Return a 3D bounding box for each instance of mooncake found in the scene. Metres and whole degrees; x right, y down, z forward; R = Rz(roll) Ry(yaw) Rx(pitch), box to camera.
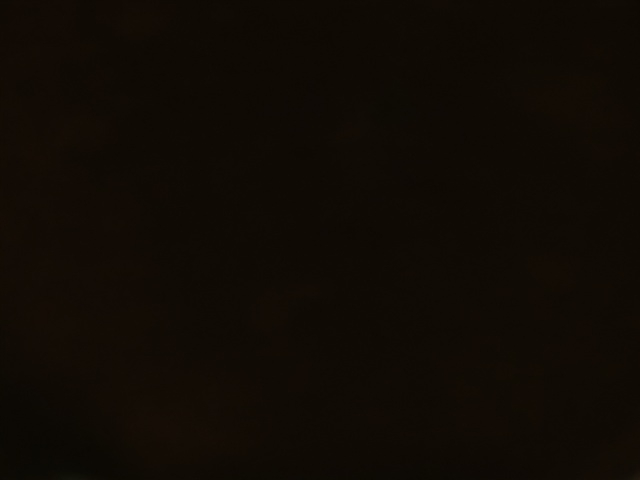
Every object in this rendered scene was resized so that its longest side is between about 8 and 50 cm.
[{"bbox_3d":[0.000,0.000,0.609,0.283,0.283,0.141,-2,148,-6],"label":"mooncake"}]
